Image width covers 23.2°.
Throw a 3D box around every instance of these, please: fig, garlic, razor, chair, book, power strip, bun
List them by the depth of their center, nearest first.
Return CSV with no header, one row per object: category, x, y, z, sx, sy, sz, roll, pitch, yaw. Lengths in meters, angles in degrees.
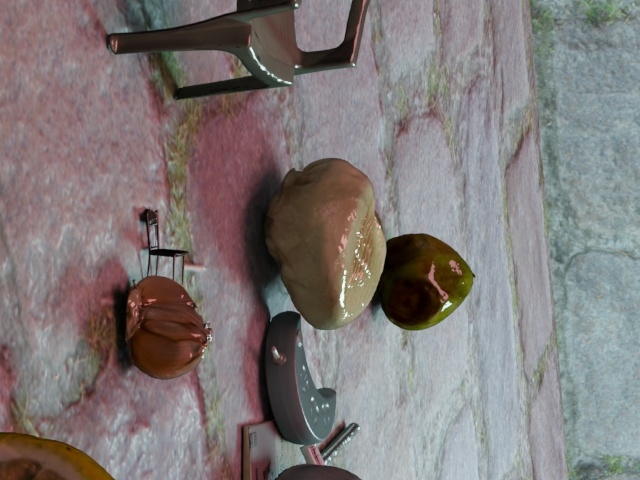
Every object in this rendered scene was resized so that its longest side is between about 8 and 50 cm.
garlic,-0.164,0.093,1.652,0.074,0.094,0.113,141,-48,-69
chair,-0.059,-0.269,1.671,0.203,0.274,0.191,37,54,-68
chair,-0.168,0.008,1.695,0.037,0.042,0.086,-18,107,-74
book,-0.062,0.295,2.023,0.181,0.014,0.127,5,84,-71
bun,0.000,0.000,2.030,0.229,0.145,0.229,13,90,-75
power strip,-0.030,0.188,2.050,0.216,0.044,0.137,66,24,-45
razor,0.018,0.301,2.232,0.084,0.036,0.211,67,17,-4
fig,0.165,0.062,2.483,0.165,0.154,0.144,-3,137,-38

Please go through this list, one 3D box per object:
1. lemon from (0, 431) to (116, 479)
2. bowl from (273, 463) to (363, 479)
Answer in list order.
lemon,-0.243,0.283,1.206,0.219,0.240,0.240,97,7,-50
bowl,0.029,0.355,1.977,0.189,0.086,0.189,23,48,-29
